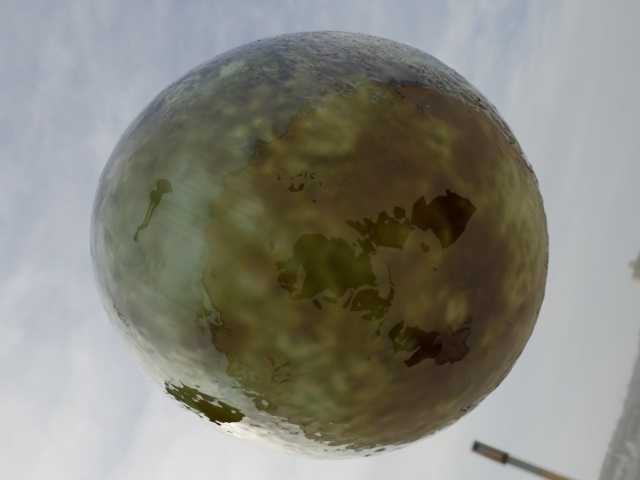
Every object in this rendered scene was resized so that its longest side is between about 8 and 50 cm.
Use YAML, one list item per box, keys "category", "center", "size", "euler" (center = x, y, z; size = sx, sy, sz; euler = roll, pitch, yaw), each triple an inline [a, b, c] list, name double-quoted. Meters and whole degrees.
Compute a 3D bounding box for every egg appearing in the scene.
- category: "egg"
  center: [0.000, 0.000, 0.439]
  size: [0.289, 0.238, 0.238]
  euler: [21, -95, -62]
